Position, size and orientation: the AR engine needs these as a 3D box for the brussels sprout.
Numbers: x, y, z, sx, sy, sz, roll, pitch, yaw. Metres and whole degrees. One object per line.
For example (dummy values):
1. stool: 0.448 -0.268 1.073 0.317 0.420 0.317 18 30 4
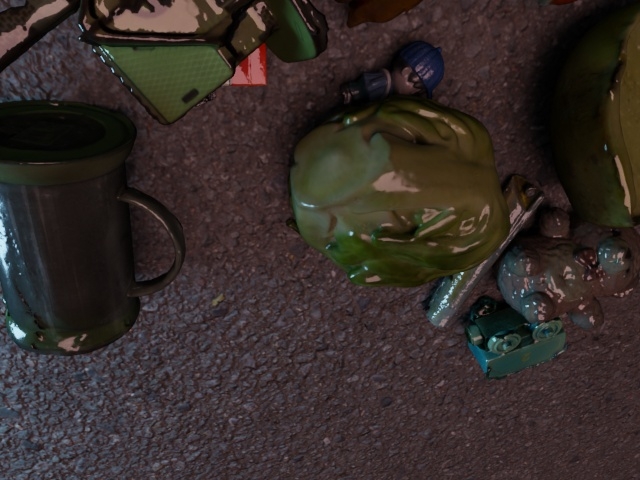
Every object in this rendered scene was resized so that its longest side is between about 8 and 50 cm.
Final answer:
1. brussels sprout: 0.116 -0.055 0.683 0.328 0.247 0.328 -12 142 -9

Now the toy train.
1. toy train: 0.408 0.195 0.992 0.203 0.112 0.163 -18 130 1

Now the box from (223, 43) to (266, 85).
1. box: -0.147 -0.252 0.610 0.152 0.048 0.100 -7 117 -17

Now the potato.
1. potato: 0.448 -0.194 0.715 0.330 0.213 0.280 -24 100 -21

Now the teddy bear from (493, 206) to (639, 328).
1. teddy bear: 0.464 0.049 0.878 0.267 0.151 0.235 -16 92 5

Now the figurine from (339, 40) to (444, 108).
1. figurine: 0.103 -0.229 0.681 0.149 0.086 0.087 -12 101 9

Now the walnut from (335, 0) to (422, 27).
1. walnut: 0.104 -0.362 0.558 0.137 0.137 0.245 25 115 -25

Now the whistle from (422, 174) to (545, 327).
1. whistle: 0.299 0.030 0.888 0.057 0.068 0.326 0 127 -46

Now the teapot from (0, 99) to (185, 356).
1. teapot: -0.325 0.003 0.658 0.271 0.200 0.336 8 123 -4

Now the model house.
1. model house: -0.173 -0.197 0.479 0.279 0.205 0.218 -41 114 -2

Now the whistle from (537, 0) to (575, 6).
1. whistle: 0.335 -0.366 0.617 0.253 0.101 0.105 -10 127 -8

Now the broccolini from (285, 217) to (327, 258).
1. broccolini: 0.000 0.000 0.832 0.140 0.030 0.035 37 100 -24

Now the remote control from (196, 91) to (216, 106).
1. remote control: -0.178 -0.233 0.647 0.039 0.014 0.096 -26 126 -7
